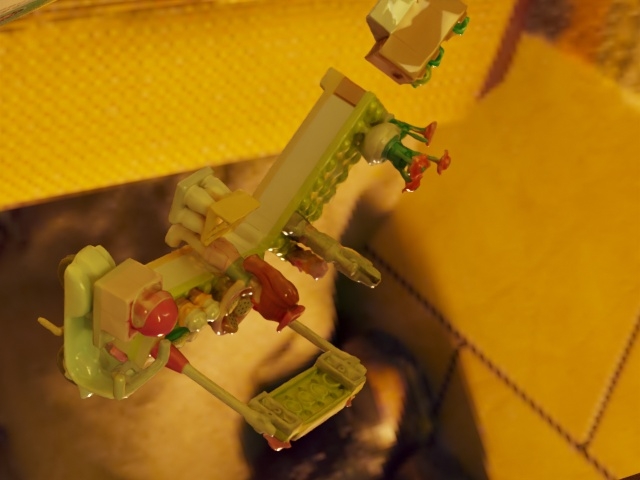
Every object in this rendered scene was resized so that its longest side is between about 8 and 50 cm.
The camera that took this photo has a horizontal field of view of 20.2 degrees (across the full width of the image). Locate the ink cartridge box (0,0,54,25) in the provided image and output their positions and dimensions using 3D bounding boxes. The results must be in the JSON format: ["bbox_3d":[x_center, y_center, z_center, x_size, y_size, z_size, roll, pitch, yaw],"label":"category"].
[{"bbox_3d":[-0.105,-0.203,0.855,0.289,0.211,0.121,-17,102,61],"label":"ink cartridge box"}]

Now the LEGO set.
[{"bbox_3d":[0.000,0.000,0.848,0.107,0.287,0.132,34,143,19],"label":"LEGO set"}]

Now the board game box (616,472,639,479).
[{"bbox_3d":[0.244,0.155,0.606,0.347,0.078,0.233,-24,114,27],"label":"board game box"}]
